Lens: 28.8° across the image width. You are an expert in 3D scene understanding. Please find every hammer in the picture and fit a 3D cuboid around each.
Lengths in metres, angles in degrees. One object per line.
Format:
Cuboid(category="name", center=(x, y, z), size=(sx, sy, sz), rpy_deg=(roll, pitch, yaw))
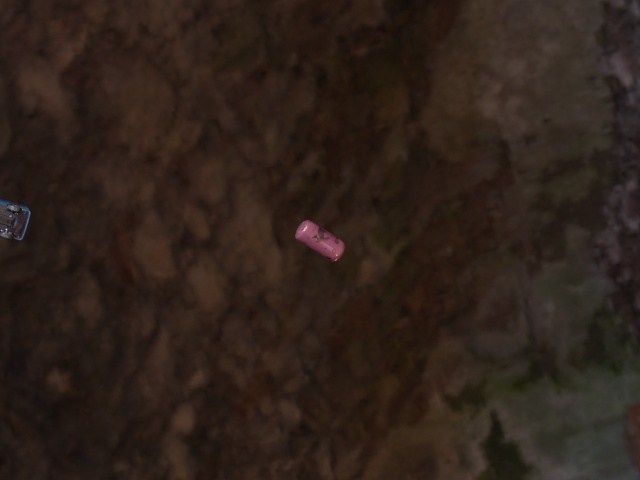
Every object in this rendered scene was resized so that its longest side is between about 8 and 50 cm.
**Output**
Cuboid(category="hammer", center=(0.000, 0.000, 1.997), size=(0.083, 0.043, 0.043), rpy_deg=(31, -167, -11))

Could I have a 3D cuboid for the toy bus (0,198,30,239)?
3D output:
Cuboid(category="toy bus", center=(-0.373, -0.031, 1.410), size=(0.046, 0.083, 0.038), rpy_deg=(-141, 69, -70))
